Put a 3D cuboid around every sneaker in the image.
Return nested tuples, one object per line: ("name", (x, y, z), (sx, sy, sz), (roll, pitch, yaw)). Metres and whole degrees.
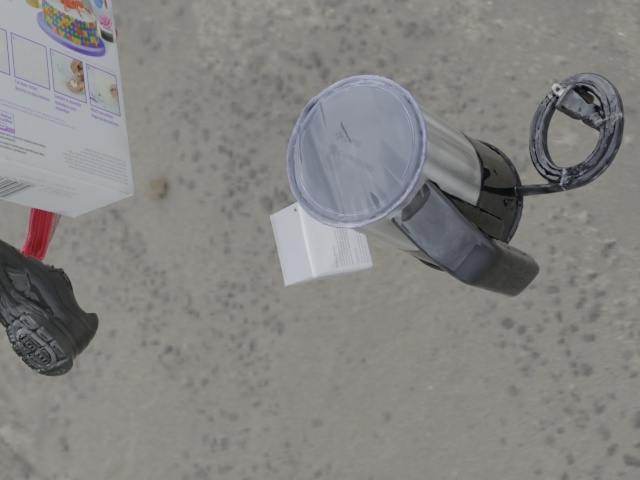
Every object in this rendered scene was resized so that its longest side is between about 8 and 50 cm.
("sneaker", (-0.449, 0.067, 1.767), (0.109, 0.130, 0.286), (-33, 99, 39))

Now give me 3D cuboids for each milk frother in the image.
("milk frother", (0.080, -0.052, 0.655), (0.129, 0.134, 0.143), (28, 94, 32))

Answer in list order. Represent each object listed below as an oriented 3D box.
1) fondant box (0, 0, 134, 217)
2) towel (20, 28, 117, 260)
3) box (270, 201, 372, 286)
("fondant box", (-0.329, -0.209, 1.282), (0.096, 0.238, 0.330), (-17, 72, 29))
("towel", (-0.323, -0.128, 1.535), (0.199, 0.031, 0.275), (115, 170, -45))
("box", (0.000, 0.000, 1.535), (0.102, 0.087, 0.101), (-22, 79, 62))
